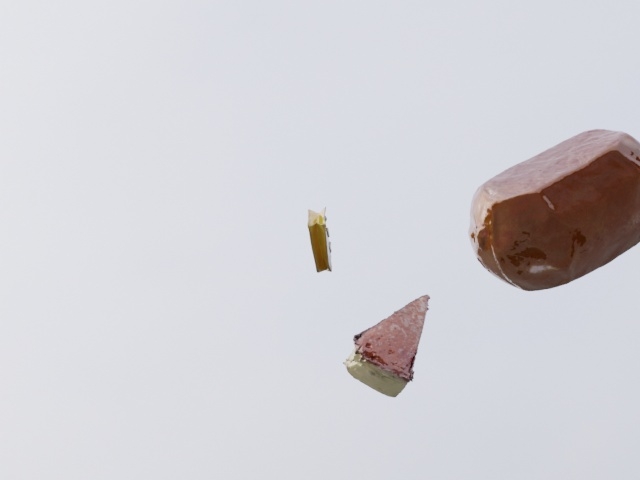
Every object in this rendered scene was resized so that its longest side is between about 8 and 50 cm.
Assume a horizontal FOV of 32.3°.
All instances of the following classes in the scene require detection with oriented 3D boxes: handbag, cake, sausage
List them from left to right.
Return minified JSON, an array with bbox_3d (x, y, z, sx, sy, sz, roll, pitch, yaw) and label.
[{"bbox_3d":[0.000,0.000,1.598,0.027,0.061,0.083,-7,-62,5],"label":"handbag"},{"bbox_3d":[0.111,0.165,1.906,0.116,0.220,0.086,25,-49,-5],"label":"cake"},{"bbox_3d":[0.301,-0.038,1.359,0.268,0.153,0.141,-26,-68,-20],"label":"sausage"}]
